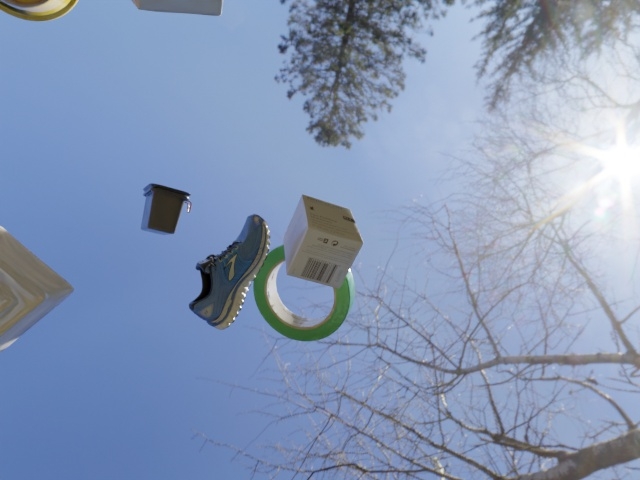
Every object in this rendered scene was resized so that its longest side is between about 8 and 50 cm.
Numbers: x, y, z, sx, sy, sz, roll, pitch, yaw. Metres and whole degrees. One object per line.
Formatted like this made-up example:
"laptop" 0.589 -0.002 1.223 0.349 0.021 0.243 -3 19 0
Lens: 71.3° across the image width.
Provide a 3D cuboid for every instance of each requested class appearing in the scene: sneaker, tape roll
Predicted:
"sneaker" -0.248 0.066 1.207 0.147 0.130 0.330 31 -111 -22
"tape roll" -0.053 0.157 1.413 0.321 0.321 0.077 28 -162 10

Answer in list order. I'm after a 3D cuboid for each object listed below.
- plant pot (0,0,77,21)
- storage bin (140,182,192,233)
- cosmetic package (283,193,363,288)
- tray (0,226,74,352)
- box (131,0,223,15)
"plant pot" -0.678 -0.632 1.016 0.254 0.254 0.239 -13 -145 -22
"storage bin" -0.332 -0.060 0.950 0.098 0.135 0.091 15 -97 -29
"cosmetic package" 0.000 0.000 1.167 0.151 0.151 0.184 16 -152 -18
"tray" -0.493 0.116 0.595 0.270 0.145 0.030 -42 -148 -12
"box" -0.173 -0.320 0.506 0.102 0.087 0.101 -15 -130 -33
